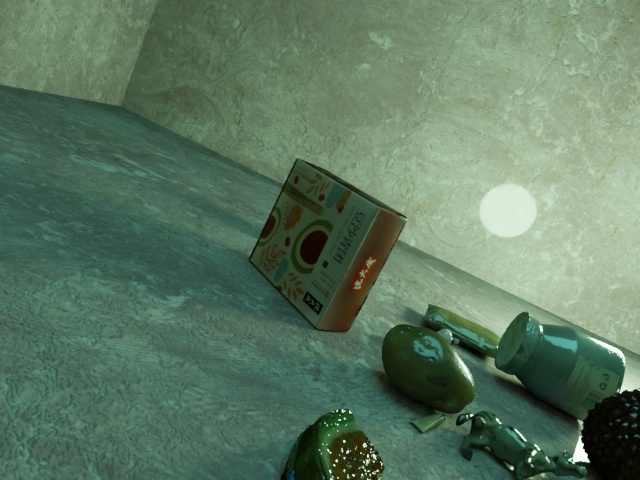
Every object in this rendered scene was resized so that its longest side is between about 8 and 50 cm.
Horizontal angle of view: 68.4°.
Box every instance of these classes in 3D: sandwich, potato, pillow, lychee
[{"bbox_3d":[0.022,0.319,0.642,0.159,0.079,0.235,31,13,25],"label":"sandwich"},{"bbox_3d":[0.240,0.288,1.060,0.235,0.160,0.178,38,35,11],"label":"potato"},{"bbox_3d":[0.503,0.316,1.636,0.302,0.075,0.185,27,15,13],"label":"pillow"},{"bbox_3d":[0.759,0.468,1.099,0.267,0.268,0.267,24,12,-6],"label":"lychee"}]

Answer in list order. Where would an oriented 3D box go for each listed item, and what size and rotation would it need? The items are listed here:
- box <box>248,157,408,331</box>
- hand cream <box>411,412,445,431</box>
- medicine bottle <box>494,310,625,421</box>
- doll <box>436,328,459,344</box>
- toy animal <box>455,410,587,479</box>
[{"bbox_3d":[0.000,0.000,1.308,0.122,0.345,0.385,16,15,-43],"label":"box"},{"bbox_3d":[0.224,0.373,0.971,0.102,0.022,0.035,5,23,-45],"label":"hand cream"},{"bbox_3d":[0.710,0.368,1.430,0.289,0.245,0.245,28,12,8],"label":"medicine bottle"},{"bbox_3d":[0.390,0.308,1.492,0.098,0.058,0.143,8,4,21],"label":"doll"},{"bbox_3d":[0.394,0.429,0.937,0.255,0.090,0.170,30,8,10],"label":"toy animal"}]
